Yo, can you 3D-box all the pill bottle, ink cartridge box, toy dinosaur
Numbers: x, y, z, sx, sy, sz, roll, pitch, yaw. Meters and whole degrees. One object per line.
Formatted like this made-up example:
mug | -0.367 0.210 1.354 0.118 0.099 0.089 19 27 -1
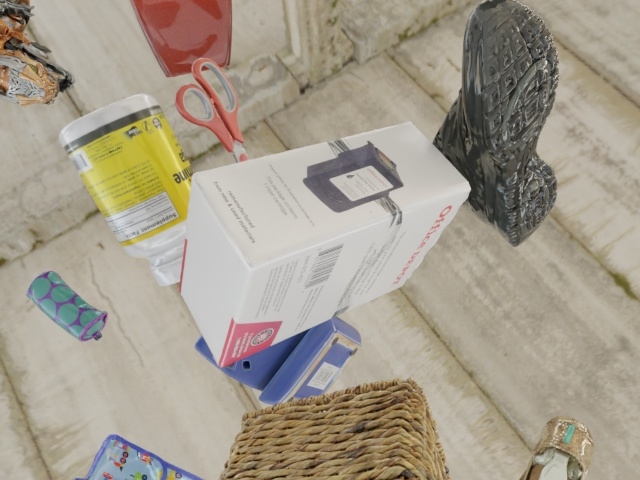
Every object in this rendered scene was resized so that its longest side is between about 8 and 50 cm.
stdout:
pill bottle | -0.324 -0.090 1.001 0.188 0.188 0.333 -28 -74 -10
ink cartridge box | 0.000 0.000 0.500 0.237 0.172 0.100 -20 -119 -31
toy dinosaur | -0.431 -0.272 0.622 0.322 0.164 0.218 47 -148 -10

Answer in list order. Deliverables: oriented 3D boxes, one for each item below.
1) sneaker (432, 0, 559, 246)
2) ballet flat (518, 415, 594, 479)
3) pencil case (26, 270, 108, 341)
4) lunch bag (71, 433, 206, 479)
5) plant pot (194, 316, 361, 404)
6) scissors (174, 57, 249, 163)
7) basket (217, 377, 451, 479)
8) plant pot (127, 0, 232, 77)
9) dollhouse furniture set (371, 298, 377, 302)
sneaker | 0.172 -0.115 0.563 0.109 0.286 0.130 -38 -135 -19
ballet flat | 0.255 0.299 0.603 0.073 0.067 0.206 15 -73 32
pencil case | -0.454 0.118 0.948 0.152 0.064 0.070 34 -142 15
lunch bag | -0.382 0.550 1.060 0.138 0.293 0.221 -32 -153 28
plant pot | -0.065 0.204 1.058 0.212 0.236 0.236 35 -95 29
scissors | -0.132 -0.158 0.877 0.021 0.297 0.109 1 -132 41
basket | 0.027 0.353 0.708 0.299 0.223 0.213 -19 -73 16
plant pot | -0.379 -0.598 1.488 0.267 0.235 0.267 -16 -157 -13
dollhouse furniture set | -0.079 0.092 1.270 0.303 0.174 0.355 -43 -97 21
